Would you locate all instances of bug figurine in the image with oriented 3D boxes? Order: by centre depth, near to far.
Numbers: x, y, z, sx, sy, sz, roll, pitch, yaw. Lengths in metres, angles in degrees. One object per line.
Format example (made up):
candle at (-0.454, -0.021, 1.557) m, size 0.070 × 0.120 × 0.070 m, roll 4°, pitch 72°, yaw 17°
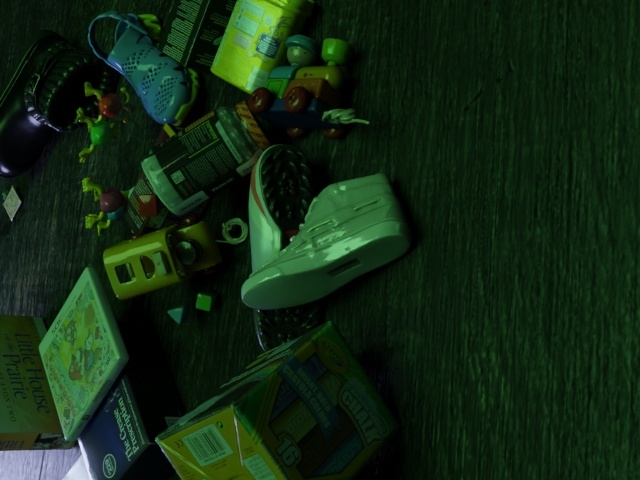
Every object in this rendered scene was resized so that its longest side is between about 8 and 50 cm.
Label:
bug figurine at (-0.373, -0.137, 1.848) m, size 0.216 × 0.072 × 0.279 m, roll -101°, pitch 8°, yaw -75°

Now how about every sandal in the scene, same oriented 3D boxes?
sandal at (-0.329, -0.318, 1.903) m, size 0.126 × 0.138 × 0.317 m, roll -57°, pitch 48°, yaw 20°

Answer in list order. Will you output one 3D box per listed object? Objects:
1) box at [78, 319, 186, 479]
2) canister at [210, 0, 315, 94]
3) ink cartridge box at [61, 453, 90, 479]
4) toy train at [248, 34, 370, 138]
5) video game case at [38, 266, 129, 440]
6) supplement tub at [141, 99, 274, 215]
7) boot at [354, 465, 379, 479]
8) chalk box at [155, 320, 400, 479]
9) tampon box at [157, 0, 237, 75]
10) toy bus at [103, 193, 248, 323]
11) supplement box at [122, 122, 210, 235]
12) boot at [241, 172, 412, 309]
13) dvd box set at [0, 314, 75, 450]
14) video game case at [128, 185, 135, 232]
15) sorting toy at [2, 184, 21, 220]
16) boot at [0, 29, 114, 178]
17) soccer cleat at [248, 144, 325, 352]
box at (-0.335, 0.295, 1.803) m, size 0.184 × 0.103 × 0.261 m, roll -52°, pitch 48°, yaw 30°
canister at (-0.096, -0.326, 1.681) m, size 0.126 × 0.073 × 0.170 m, roll 32°, pitch 108°, yaw 26°
ink cartridge box at (-0.416, 0.487, 1.882) m, size 0.235 × 0.056 × 0.171 m, roll -51°, pitch 48°, yaw 31°
toy train at (0.013, -0.233, 1.546) m, size 0.248 × 0.105 × 0.143 m, roll 8°, pitch 74°, yaw 48°
video game case at (-0.416, 0.194, 1.820) m, size 0.206 × 0.026 × 0.227 m, roll -55°, pitch 44°, yaw 24°
supplement tub at (-0.175, -0.132, 1.648) m, size 0.190 × 0.117 × 0.117 m, roll -31°, pitch 55°, yaw 5°
boot at (-0.002, 0.396, 1.333) m, size 0.094 × 0.207 × 0.246 m, roll -34°, pitch 58°, yaw 39°
chalk box at (-0.034, 0.239, 1.390) m, size 0.180 × 0.289 × 0.179 m, roll -30°, pitch 93°, yaw 42°
tampon box at (-0.177, -0.365, 1.755) m, size 0.101 × 0.120 × 0.161 m, roll 36°, pitch 108°, yaw 44°
toy bus at (-0.246, 0.028, 1.688) m, size 0.191 × 0.104 × 0.202 m, roll 27°, pitch 105°, yaw 6°
supplement box at (-0.245, -0.093, 1.784) m, size 0.081 × 0.104 × 0.188 m, roll 49°, pitch 118°, yaw 43°
boot at (0.000, 0.000, 1.476) m, size 0.258 × 0.095 × 0.123 m, roll -23°, pitch 54°, yaw 13°
dvd box set at (-0.685, 0.258, 1.953) m, size 0.062 × 0.420 × 0.307 m, roll -55°, pitch 46°, yaw 29°
video game case at (-0.313, -0.075, 1.924) m, size 0.122 × 0.011 × 0.087 m, roll -30°, pitch 61°, yaw 40°
sorting toy at (-0.689, -0.092, 2.339) m, size 0.083 × 0.012 × 0.062 m, roll 53°, pitch 125°, yaw 36°
boot at (-0.566, -0.252, 2.150) m, size 0.260 × 0.131 × 0.348 m, roll 37°, pitch 108°, yaw 45°
soccer cleat at (-0.058, 0.020, 1.575) m, size 0.116 × 0.109 × 0.318 m, roll 160°, pitch 108°, yaw -74°
